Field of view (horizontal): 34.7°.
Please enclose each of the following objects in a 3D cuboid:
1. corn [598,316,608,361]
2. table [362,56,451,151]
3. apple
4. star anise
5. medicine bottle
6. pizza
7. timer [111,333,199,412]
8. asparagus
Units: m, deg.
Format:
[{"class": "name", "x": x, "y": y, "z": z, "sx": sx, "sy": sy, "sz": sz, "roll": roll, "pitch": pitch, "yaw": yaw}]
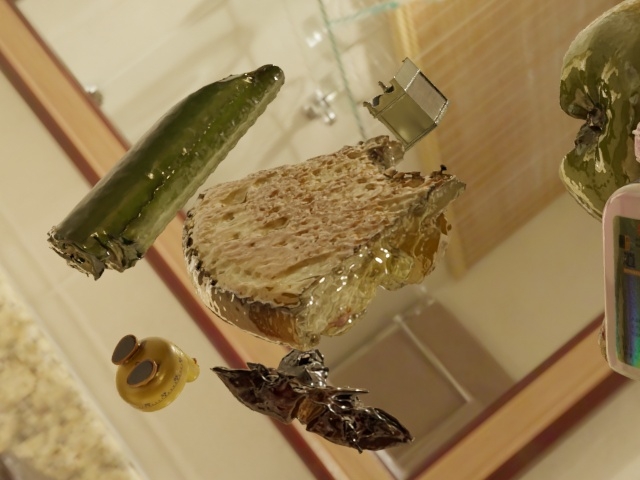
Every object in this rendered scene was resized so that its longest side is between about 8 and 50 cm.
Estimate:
[{"class": "corn", "x": 0.470, "y": 0.100, "z": 1.478, "sx": 0.092, "sy": 0.092, "sz": 0.280, "roll": 52, "pitch": 35, "yaw": 3}, {"class": "table", "x": 0.108, "y": -0.172, "z": 1.295, "sx": 0.083, "sy": 0.062, "sz": 0.079, "roll": 46, "pitch": 36, "yaw": -10}, {"class": "apple", "x": 0.412, "y": -0.122, "z": 1.125, "sx": 0.233, "sy": 0.258, "sz": 0.295, "roll": -130, "pitch": -141, "yaw": -56}, {"class": "star anise", "x": -0.004, "y": 0.157, "z": 1.041, "sx": 0.212, "sy": 0.053, "sz": 0.157, "roll": 25, "pitch": 14, "yaw": 1}, {"class": "medicine bottle", "x": 0.291, "y": 0.010, "z": 0.834, "sx": 0.115, "sy": 0.078, "sz": 0.219, "roll": 8, "pitch": -69, "yaw": 41}, {"class": "pizza", "x": 0.000, "y": 0.000, "z": 0.842, "sx": 0.323, "sy": 0.223, "sz": 0.089, "roll": -136, "pitch": -155, "yaw": -65}, {"class": "timer", "x": -0.229, "y": 0.189, "z": 1.431, "sx": 0.107, "sy": 0.107, "sz": 0.109, "roll": 46, "pitch": -2, "yaw": 43}, {"class": "asparagus", "x": -0.202, "y": -0.105, "z": 1.382, "sx": 0.108, "sy": 0.382, "sz": 0.128, "roll": 47, "pitch": -17, "yaw": -24}]
